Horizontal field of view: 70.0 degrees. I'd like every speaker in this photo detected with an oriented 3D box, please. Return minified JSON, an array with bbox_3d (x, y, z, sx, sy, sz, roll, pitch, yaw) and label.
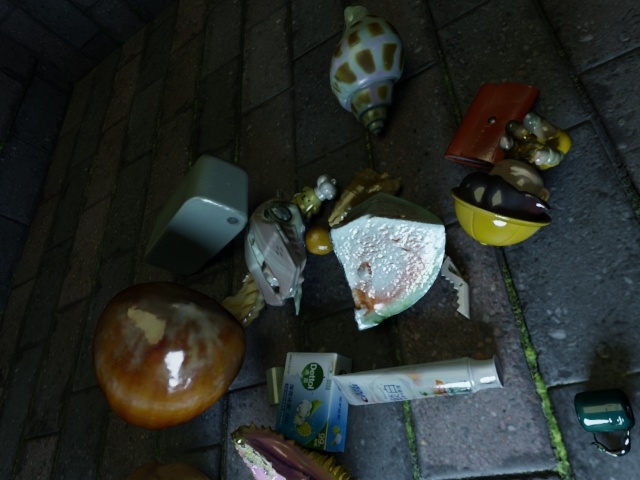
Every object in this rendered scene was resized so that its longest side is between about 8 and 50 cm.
[{"bbox_3d":[0.437,0.278,0.698,0.076,0.060,0.094,-20,56,30],"label":"speaker"},{"bbox_3d":[-0.368,-0.068,1.367,0.406,0.184,0.184,-37,43,42],"label":"speaker"}]

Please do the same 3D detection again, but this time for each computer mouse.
[{"bbox_3d":[-0.127,0.033,1.182,0.199,0.115,0.388,-54,37,37],"label":"computer mouse"}]

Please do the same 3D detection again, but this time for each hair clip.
[{"bbox_3d":[0.274,0.059,0.960,0.072,0.034,0.225,-36,50,16],"label":"hair clip"}]

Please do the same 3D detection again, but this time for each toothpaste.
[{"bbox_3d":[0.180,0.273,0.886,0.324,0.100,0.066,-17,31,27],"label":"toothpaste"}]

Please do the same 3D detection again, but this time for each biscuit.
[{"bbox_3d":[-0.210,0.184,1.244,0.183,0.061,0.118,-41,50,15],"label":"biscuit"}]

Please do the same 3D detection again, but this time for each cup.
[{"bbox_3d":[-0.090,0.346,1.080,0.054,0.075,0.083,123,145,-53],"label":"cup"}]

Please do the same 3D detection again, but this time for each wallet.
[{"bbox_3d":[0.386,-0.264,1.043,0.142,0.045,0.204,25,83,42],"label":"wallet"}]

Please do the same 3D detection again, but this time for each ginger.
[{"bbox_3d":[0.096,-0.116,1.161,0.206,0.081,0.115,-33,82,9],"label":"ginger"}]

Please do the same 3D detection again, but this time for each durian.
[{"bbox_3d":[-0.026,0.464,0.884,0.342,0.191,0.112,13,45,35],"label":"durian"}]

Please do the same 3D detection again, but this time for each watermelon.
[{"bbox_3d":[0.127,0.018,0.950,0.290,0.214,0.319,-19,57,53],"label":"watermelon"}]

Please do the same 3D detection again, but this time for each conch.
[{"bbox_3d":[0.121,-0.474,1.264,0.249,0.197,0.367,156,132,-73],"label":"conch"}]

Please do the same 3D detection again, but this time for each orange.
[{"bbox_3d":[0.000,0.000,1.173,0.085,0.085,0.084,-18,57,29],"label":"orange"}]

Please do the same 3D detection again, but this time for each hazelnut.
[{"bbox_3d":[-0.366,0.268,1.108,0.366,0.366,0.365,-18,57,29],"label":"hazelnut"}]

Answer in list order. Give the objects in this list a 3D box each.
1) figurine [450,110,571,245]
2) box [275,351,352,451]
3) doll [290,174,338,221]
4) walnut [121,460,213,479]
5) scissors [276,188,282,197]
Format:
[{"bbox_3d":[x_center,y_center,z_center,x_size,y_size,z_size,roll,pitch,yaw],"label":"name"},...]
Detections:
[{"bbox_3d":[0.376,-0.107,0.882,0.256,0.167,0.192,-52,25,4],"label":"figurine"},{"bbox_3d":[-0.014,0.347,0.996,0.139,0.073,0.194,-9,61,34],"label":"box"},{"bbox_3d":[-0.020,-0.117,1.262,0.163,0.062,0.106,-36,54,15],"label":"doll"},{"bbox_3d":[-0.333,0.632,0.941,0.306,0.306,0.343,-38,50,15],"label":"walnut"},{"bbox_3d":[-0.119,-0.103,1.361,0.058,0.014,0.119,-20,59,23],"label":"scissors"}]
